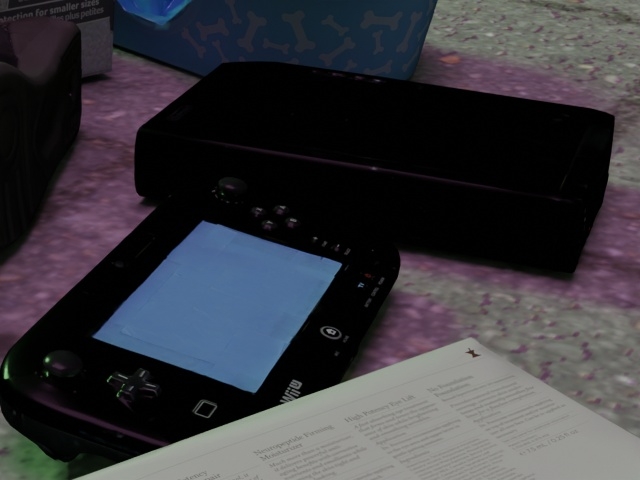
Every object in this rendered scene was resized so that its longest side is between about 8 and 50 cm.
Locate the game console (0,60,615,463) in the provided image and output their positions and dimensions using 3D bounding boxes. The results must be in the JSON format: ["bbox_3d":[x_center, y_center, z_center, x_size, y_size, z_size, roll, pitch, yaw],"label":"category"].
[{"bbox_3d":[0.000,0.000,0.633,0.213,0.044,0.361,10,26,14],"label":"game console"}]

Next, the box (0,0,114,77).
[{"bbox_3d":[-0.247,-0.160,0.808,0.247,0.163,0.142,-17,35,-36],"label":"box"}]

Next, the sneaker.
[{"bbox_3d":[-0.189,-0.054,0.682,0.130,0.087,0.227,1,22,0],"label":"sneaker"}]

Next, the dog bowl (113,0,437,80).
[{"bbox_3d":[-0.056,-0.161,0.939,0.297,0.074,0.166,22,31,37],"label":"dog bowl"}]

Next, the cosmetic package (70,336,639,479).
[{"bbox_3d":[-0.015,0.099,0.395,0.239,0.060,0.099,-15,33,-35],"label":"cosmetic package"}]
